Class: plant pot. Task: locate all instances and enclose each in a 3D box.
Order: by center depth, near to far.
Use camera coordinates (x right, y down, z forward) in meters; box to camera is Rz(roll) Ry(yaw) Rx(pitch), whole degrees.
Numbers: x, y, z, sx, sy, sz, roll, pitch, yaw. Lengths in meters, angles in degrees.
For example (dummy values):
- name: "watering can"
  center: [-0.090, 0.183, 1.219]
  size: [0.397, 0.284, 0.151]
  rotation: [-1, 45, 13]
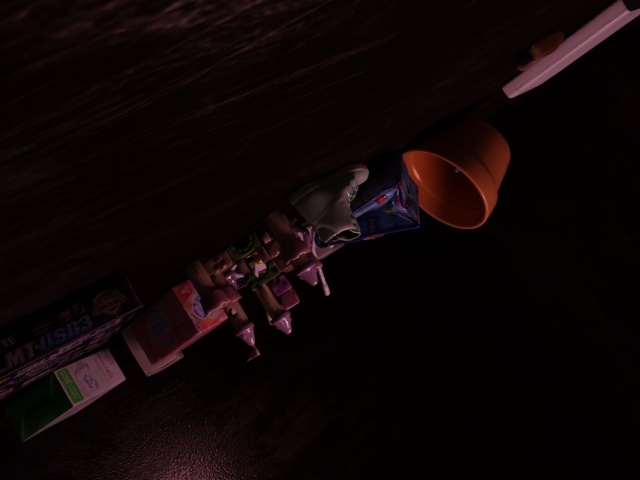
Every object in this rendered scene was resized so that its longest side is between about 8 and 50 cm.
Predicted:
- name: "plant pot"
  center: [0.385, -0.205, 1.805]
  size: [0.203, 0.291, 0.291]
  rotation: [-49, -177, -21]

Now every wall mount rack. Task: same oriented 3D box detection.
- name: "wall mount rack"
  center: [-0.083, 0.086, 1.915]
  size: [0.350, 0.130, 0.304]
  rotation: [-25, 152, -19]

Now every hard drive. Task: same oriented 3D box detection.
- name: "hard drive"
  center: [0.659, -0.502, 1.677]
  size: [0.233, 0.047, 0.353]
  rotation: [-29, 175, -44]

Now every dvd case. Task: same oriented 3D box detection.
- name: "dvd case"
  center: [-0.333, 0.172, 2.211]
  size: [0.238, 0.030, 0.179]
  rotation: [-27, -177, -14]

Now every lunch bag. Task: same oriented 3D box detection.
- name: "lunch bag"
  center: [0.102, -0.088, 1.726]
  size: [0.293, 0.138, 0.221]
  rotation: [-21, -156, 19]

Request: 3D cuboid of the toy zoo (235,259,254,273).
- name: "toy zoo"
  center: [-0.237, 0.092, 2.095]
  size: [0.293, 0.030, 0.192]
  rotation: [-27, -179, 29]

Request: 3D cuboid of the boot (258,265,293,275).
- name: "boot"
  center: [-0.152, 0.072, 2.376]
  size: [0.236, 0.089, 0.269]
  rotation: [-43, 169, 37]

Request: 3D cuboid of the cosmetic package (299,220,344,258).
- name: "cosmetic package"
  center: [-0.010, -0.005, 2.132]
  size: [0.107, 0.127, 0.238]
  rotation: [-32, 178, 15]

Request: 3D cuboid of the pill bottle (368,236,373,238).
- name: "pill bottle"
  center: [0.206, -0.092, 2.505]
  size: [0.162, 0.162, 0.278]
  rotation: [-31, 176, -16]

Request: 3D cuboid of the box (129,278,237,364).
- name: "box"
  center: [-0.378, 0.212, 1.785]
  size: [0.154, 0.142, 0.300]
  rotation: [-29, 175, -44]

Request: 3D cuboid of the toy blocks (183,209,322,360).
- name: "toy blocks"
  center: [-0.123, 0.108, 1.598]
  size: [0.288, 0.260, 0.309]
  rotation: [-33, 176, 3]

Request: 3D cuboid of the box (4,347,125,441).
- name: "box"
  center: [-0.778, 0.464, 1.994]
  size: [0.262, 0.127, 0.231]
  rotation: [-35, 174, 23]

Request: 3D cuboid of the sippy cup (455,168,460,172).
- name: "sippy cup"
  center: [0.540, -0.272, 2.407]
  size: [0.240, 0.224, 0.305]
  rotation: [-33, 177, 22]

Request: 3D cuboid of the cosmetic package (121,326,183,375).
- name: "cosmetic package"
  center: [-0.520, 0.329, 2.053]
  size: [0.113, 0.160, 0.309]
  rotation: [-31, 175, -12]

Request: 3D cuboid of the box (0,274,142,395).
- name: "box"
  center: [-0.477, 0.185, 1.119]
  size: [0.295, 0.073, 0.293]
  rotation: [-29, 175, -32]

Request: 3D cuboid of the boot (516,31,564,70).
- name: "boot"
  center: [0.478, -0.414, 1.424]
  size: [0.118, 0.042, 0.087]
  rotation: [-33, -177, 28]

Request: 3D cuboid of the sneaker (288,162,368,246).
- name: "sneaker"
  center: [0.051, -0.076, 1.451]
  size: [0.256, 0.151, 0.094]
  rotation: [-30, 175, -47]
